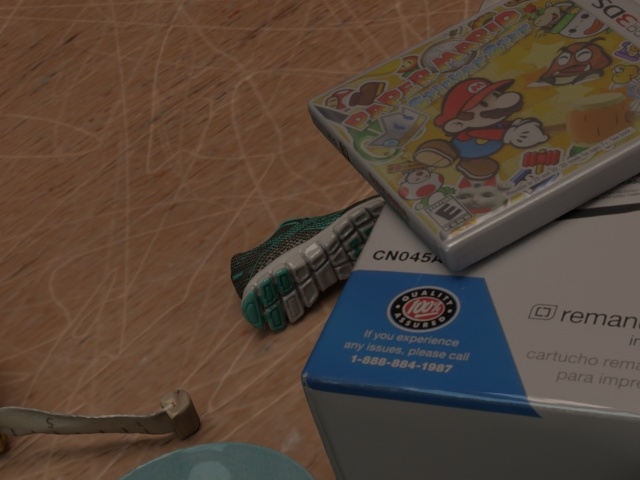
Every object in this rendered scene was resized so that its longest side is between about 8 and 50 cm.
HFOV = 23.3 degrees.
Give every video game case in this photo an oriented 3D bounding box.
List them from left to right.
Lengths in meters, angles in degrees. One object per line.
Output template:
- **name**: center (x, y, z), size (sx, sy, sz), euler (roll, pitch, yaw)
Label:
- **video game case**: center (0.132, -0.090, 1.025), size (0.227, 0.026, 0.206), euler (-28, 40, -10)

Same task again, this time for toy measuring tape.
- **toy measuring tape**: center (-0.252, 0.096, 1.166), size (0.330, 0.121, 0.121), euler (-2, 43, 7)

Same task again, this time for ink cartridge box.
- **ink cartridge box**: center (0.198, 0.011, 1.035), size (0.286, 0.166, 0.395), euler (4, 45, 25)

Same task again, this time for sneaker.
- **sneaker**: center (0.000, 0.000, 1.208), size (0.166, 0.065, 0.076), euler (-28, 37, -12)

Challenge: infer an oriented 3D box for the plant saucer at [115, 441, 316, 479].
- **plant saucer**: center (-0.080, 0.218, 1.014), size (0.195, 0.037, 0.195), euler (-11, 41, 10)
